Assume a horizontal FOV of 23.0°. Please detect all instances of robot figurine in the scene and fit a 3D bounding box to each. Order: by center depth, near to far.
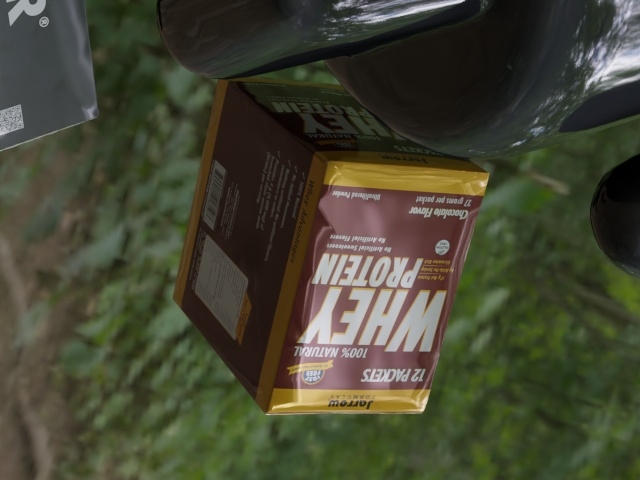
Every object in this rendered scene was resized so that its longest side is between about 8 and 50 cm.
[{"bbox_3d":[0.088,-0.121,0.421,0.173,0.278,0.209,51,-32,41],"label":"robot figurine"}]

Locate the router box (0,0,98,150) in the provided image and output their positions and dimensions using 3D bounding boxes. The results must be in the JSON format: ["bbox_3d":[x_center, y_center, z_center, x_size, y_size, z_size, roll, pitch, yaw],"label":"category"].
[{"bbox_3d":[-0.237,-0.236,0.914,0.243,0.081,0.308,33,-44,44],"label":"router box"}]

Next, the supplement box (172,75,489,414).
[{"bbox_3d":[0.000,0.000,1.150,0.194,0.129,0.191,43,-55,55],"label":"supplement box"}]
